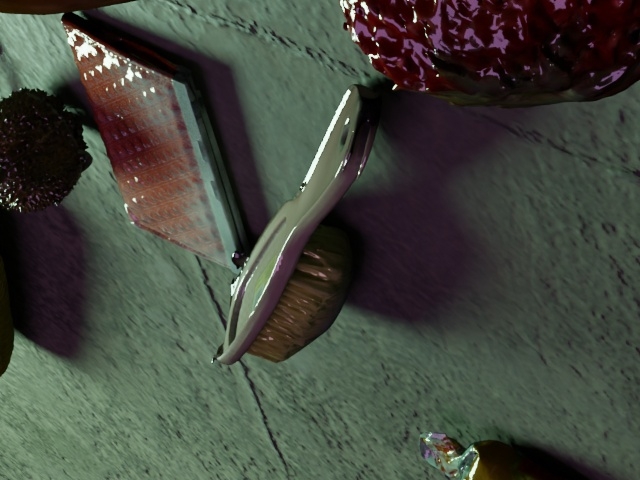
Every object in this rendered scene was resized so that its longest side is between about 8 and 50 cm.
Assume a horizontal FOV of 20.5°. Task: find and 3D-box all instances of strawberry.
[{"bbox_3d":[0.076,-0.094,0.660,0.145,0.086,0.145,1,178,0],"label":"strawberry"}]

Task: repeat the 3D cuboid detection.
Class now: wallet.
[{"bbox_3d":[-0.100,-0.056,1.104,0.103,0.020,0.196,25,152,26],"label":"wallet"}]

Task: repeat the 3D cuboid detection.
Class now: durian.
[{"bbox_3d":[-0.190,-0.057,1.146,0.080,0.091,0.080,14,120,27],"label":"durian"}]

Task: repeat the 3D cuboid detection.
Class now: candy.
[{"bbox_3d":[0.139,0.165,1.126,0.182,0.046,0.053,31,158,28],"label":"candy"}]

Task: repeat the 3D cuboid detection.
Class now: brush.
[{"bbox_3d":[0.002,-0.001,1.025,0.067,0.072,0.313,11,153,-11],"label":"brush"}]

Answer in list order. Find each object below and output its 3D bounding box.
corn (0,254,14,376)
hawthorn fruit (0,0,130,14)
[{"bbox_3d":[-0.308,0.046,1.458,0.106,0.106,0.305,33,155,13],"label":"corn"},{"bbox_3d":[-0.092,-0.178,0.619,0.208,0.248,0.208,57,168,19],"label":"hawthorn fruit"}]
